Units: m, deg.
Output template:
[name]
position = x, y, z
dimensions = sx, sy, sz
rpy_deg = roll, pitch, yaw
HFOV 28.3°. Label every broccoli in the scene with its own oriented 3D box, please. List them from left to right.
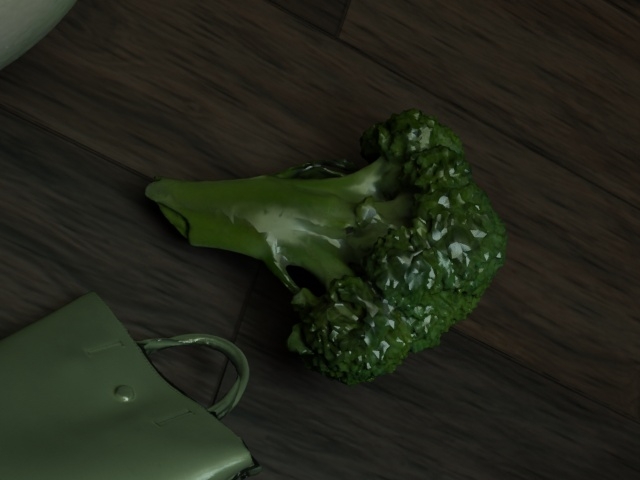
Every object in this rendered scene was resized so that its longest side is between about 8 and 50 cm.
[broccoli]
position = 0.027, 0.023, 1.195
dimensions = 0.302, 0.186, 0.254
rpy_deg = -22, 61, -4

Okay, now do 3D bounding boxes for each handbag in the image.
[handbag]
position = -0.185, 0.140, 1.030
dimensions = 0.315, 0.109, 0.241
rpy_deg = -28, 54, -32

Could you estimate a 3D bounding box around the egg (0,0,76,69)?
[egg]
position = -0.364, -0.248, 0.975
dimensions = 0.354, 0.354, 0.340
rpy_deg = 34, 71, -14
